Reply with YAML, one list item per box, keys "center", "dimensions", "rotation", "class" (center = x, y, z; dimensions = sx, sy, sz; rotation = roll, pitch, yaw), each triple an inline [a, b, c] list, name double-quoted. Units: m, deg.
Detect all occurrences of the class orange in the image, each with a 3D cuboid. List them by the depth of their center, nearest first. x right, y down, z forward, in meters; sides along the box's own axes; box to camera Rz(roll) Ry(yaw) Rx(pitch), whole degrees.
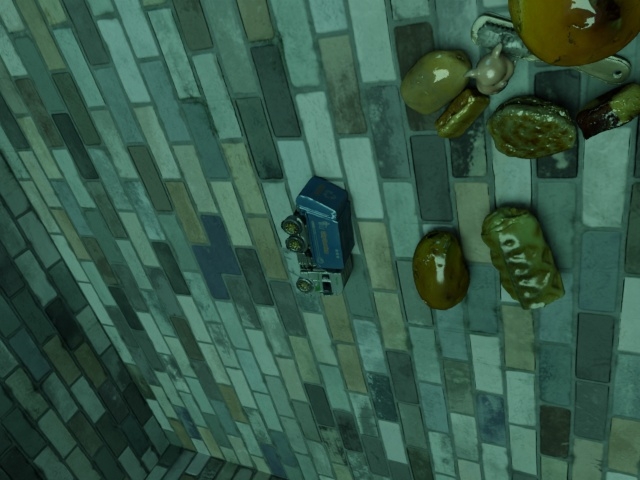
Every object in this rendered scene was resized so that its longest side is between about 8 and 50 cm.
- center: [0.455, -0.433, 0.943]
  dimensions: [0.246, 0.246, 0.246]
  rotation: [15, 131, 19]
  class: "orange"

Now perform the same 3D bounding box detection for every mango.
- center: [0.339, 0.086, 1.491]
  dimensions: [0.156, 0.151, 0.249]
  rotation: [-8, 120, -2]
  class: "mango"

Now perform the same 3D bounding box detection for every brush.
- center: [0.464, -0.385, 1.096]
  dimensions: [0.327, 0.065, 0.070]
  rotation: [22, 130, 11]
  class: "brush"

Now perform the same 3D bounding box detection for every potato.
- center: [0.254, -0.357, 1.203]
  dimensions: [0.118, 0.109, 0.178]
  rotation: [16, 148, -30]
  class: "potato"

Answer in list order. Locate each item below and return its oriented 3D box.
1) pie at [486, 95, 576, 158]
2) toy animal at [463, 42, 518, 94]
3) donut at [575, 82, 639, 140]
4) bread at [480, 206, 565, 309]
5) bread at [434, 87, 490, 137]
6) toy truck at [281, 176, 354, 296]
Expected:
- center: [0.466, -0.246, 1.193]
  dimensions: [0.193, 0.079, 0.163]
  rotation: [18, 146, 21]
  class: "pie"
- center: [0.360, -0.349, 1.133]
  dimensions: [0.089, 0.150, 0.083]
  rotation: [26, 92, 18]
  class: "toy animal"
- center: [0.583, -0.262, 1.077]
  dimensions: [0.140, 0.140, 0.059]
  rotation: [-29, 98, 41]
  class: "donut"
- center: [0.503, 0.034, 1.354]
  dimensions: [0.152, 0.130, 0.268]
  rotation: [-12, 117, 41]
  class: "bread"
- center: [0.325, -0.291, 1.238]
  dimensions: [0.132, 0.074, 0.053]
  rotation: [-46, 59, 41]
  class: "bread"
- center: [0.000, 0.000, 1.602]
  dimensions: [0.175, 0.146, 0.367]
  rotation: [6, 127, 21]
  class: "toy truck"
